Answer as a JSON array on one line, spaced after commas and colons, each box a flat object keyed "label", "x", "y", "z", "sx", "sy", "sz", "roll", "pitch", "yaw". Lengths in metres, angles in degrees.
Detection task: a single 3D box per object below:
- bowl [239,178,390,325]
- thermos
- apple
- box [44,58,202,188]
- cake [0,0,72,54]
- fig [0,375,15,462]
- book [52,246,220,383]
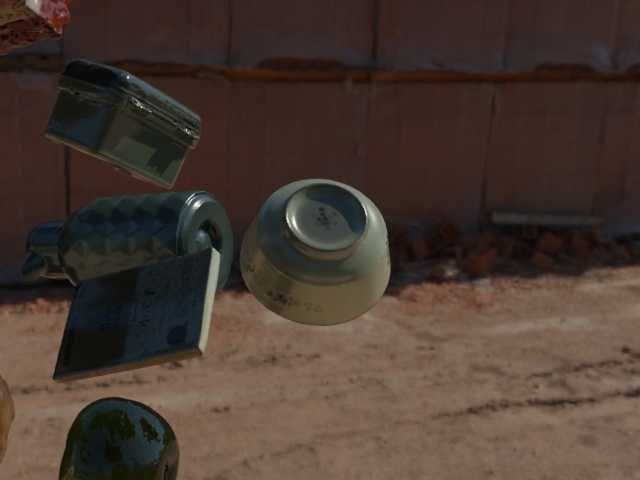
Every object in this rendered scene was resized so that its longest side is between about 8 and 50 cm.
[{"label": "bowl", "x": 0.000, "y": 0.000, "z": 1.376, "sx": 0.238, "sy": 0.126, "sz": 0.237, "roll": 5, "pitch": 56, "yaw": -7}, {"label": "thermos", "x": -0.266, "y": 0.000, "z": 1.266, "sx": 0.287, "sy": 0.144, "sz": 0.182, "roll": 0, "pitch": 31, "yaw": 26}, {"label": "apple", "x": -0.291, "y": 0.328, "z": 1.322, "sx": 0.157, "sy": 0.196, "sz": 0.196, "roll": 6, "pitch": 12, "yaw": 8}, {"label": "box", "x": -0.288, "y": -0.169, "z": 1.356, "sx": 0.148, "sy": 0.129, "sz": 0.210, "roll": 19, "pitch": -5, "yaw": 33}, {"label": "cake", "x": -0.540, "y": -0.414, "z": 1.267, "sx": 0.270, "sy": 0.269, "sz": 0.319, "roll": -13, "pitch": -20, "yaw": 18}, {"label": "fig", "x": -0.622, "y": 0.241, "z": 1.454, "sx": 0.286, "sy": 0.286, "sz": 0.368, "roll": 3, "pitch": 26, "yaw": -10}, {"label": "book", "x": -0.210, "y": 0.086, "z": 1.045, "sx": 0.199, "sy": 0.138, "sz": 0.016, "roll": -13, "pitch": -40, "yaw": 22}]
